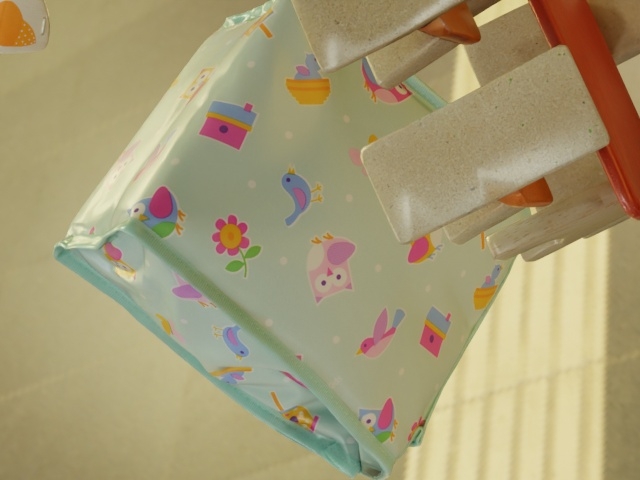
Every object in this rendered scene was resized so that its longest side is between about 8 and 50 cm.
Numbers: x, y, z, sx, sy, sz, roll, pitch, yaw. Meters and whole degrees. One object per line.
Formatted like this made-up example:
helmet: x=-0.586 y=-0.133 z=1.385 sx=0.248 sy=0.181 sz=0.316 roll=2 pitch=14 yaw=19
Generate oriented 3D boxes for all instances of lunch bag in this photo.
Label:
lunch bag: x=0.000 y=0.000 z=0.991 sx=0.160 sy=0.262 sz=0.223 roll=-13 pitch=41 yaw=59

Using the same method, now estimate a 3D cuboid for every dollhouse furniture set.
dollhouse furniture set: x=0.098 y=-0.125 z=0.689 sx=0.135 sy=0.262 sz=0.259 roll=-27 pitch=79 yaw=23

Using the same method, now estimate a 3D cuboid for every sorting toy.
sorting toy: x=-0.169 y=-0.136 z=0.719 sx=0.083 sy=0.075 sz=0.045 roll=33 pitch=40 yaw=32
